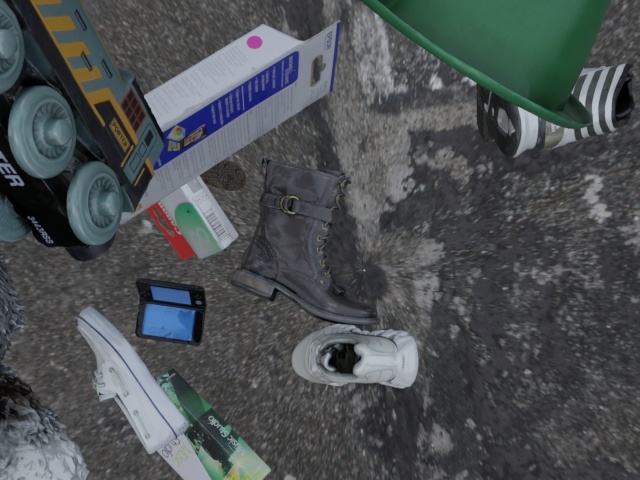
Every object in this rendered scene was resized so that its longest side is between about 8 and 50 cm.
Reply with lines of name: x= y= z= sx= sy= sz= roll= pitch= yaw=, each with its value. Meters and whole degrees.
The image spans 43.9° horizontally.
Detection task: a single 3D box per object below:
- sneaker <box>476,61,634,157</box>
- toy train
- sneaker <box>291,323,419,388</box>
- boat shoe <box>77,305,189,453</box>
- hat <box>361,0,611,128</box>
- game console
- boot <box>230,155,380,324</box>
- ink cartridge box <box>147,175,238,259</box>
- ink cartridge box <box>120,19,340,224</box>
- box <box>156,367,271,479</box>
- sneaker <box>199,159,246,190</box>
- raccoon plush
sneaker: x=0.443 y=-0.269 z=1.514 sx=0.257 sy=0.447 sz=0.169 roll=-5 pitch=114 yaw=2
toy train: x=-0.257 y=-0.133 z=0.703 sx=0.142 sy=0.334 sz=0.190 roll=1 pitch=50 yaw=20
sneaker: x=0.028 y=0.191 z=1.313 sx=0.118 sy=0.292 sz=0.110 roll=3 pitch=81 yaw=-35
boat shoe: x=-0.280 y=0.196 z=1.108 sx=0.076 sy=0.083 sz=0.226 roll=-38 pitch=81 yaw=-23
hat: x=0.135 y=-0.180 z=0.439 sx=0.208 sy=0.173 sz=0.183 roll=51 pitch=121 yaw=37
game console: x=-0.268 y=0.127 z=1.406 sx=0.122 sy=0.107 sz=0.071 roll=8 pitch=58 yaw=0
boot: x=0.000 y=0.000 z=1.234 sx=0.263 sy=0.091 sz=0.229 roll=21 pitch=81 yaw=-5
ink cartridge box: x=-0.270 y=-0.045 z=1.478 sx=0.056 sy=0.225 sz=0.181 roll=-41 pitch=103 yaw=-39
ink cartridge box: x=-0.140 y=-0.170 z=1.059 sx=0.371 sy=0.176 sz=0.069 roll=-33 pitch=74 yaw=-14
box: x=-0.277 y=0.472 z=1.814 sx=0.322 sy=0.058 sz=0.232 roll=42 pitch=134 yaw=12
sneaker: x=-0.250 y=-0.153 z=1.740 sx=0.071 sy=0.188 sz=0.066 roll=17 pitch=94 yaw=46
raccoon plush: x=-0.349 y=0.008 z=0.791 sx=0.446 sy=0.216 sz=0.299 roll=32 pitch=120 yaw=9
